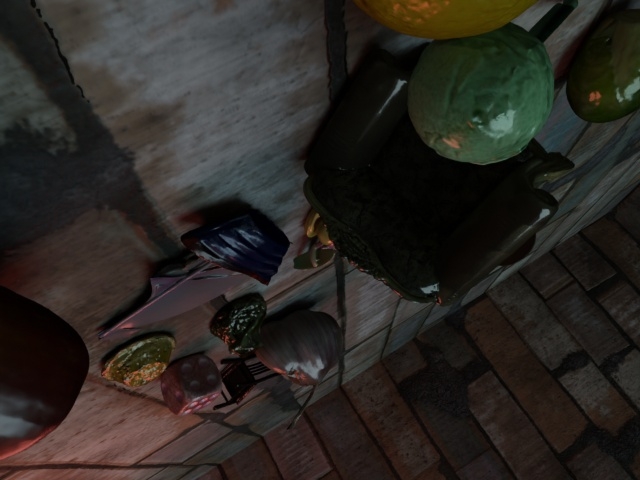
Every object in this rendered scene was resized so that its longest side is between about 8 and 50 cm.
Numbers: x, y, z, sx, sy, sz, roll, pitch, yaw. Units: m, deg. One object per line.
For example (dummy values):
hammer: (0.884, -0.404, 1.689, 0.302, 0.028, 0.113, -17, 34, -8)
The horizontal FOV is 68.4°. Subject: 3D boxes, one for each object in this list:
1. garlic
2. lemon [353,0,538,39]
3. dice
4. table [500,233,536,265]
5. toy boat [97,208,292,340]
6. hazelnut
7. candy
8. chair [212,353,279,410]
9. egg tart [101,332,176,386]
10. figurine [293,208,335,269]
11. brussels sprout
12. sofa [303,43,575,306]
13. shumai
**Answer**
garlic: (-0.068, 0.277, 1.084, 0.207, 0.207, 0.257, 11, 94, -60)
lemon: (0.086, -0.223, 0.302, 0.178, 0.178, 0.203, -44, -174, 22)
dice: (-0.263, 0.294, 0.958, 0.093, 0.091, 0.094, -9, 146, -46)
table: (0.447, -0.039, 1.210, 0.167, 0.167, 0.226, -41, 148, 15)
toy boat: (-0.166, 0.069, 0.684, 0.219, 0.072, 0.318, 1, 142, -50)
hazelnut: (-0.336, 0.123, 0.415, 0.212, 0.181, 0.181, -30, 179, 15)
candy: (0.222, -0.205, 0.504, 0.440, 0.119, 0.119, -43, 168, -41)
chair: (-0.185, 0.343, 1.178, 0.101, 0.084, 0.212, -46, 156, 17)
egg tart: (-0.301, 0.207, 0.793, 0.128, 0.049, 0.129, -29, 155, -15)
figurine: (0.000, 0.000, 0.784, 0.083, 0.083, 0.187, -22, 167, -27)
brussels sprout: (0.496, -0.283, 0.785, 0.161, 0.144, 0.181, -17, 135, 7)
sofa: (0.119, -0.074, 0.544, 0.182, 0.258, 0.200, -29, 162, -49)
shumai: (-0.141, 0.167, 0.879, 0.099, 0.087, 0.124, 0, 139, -51)
